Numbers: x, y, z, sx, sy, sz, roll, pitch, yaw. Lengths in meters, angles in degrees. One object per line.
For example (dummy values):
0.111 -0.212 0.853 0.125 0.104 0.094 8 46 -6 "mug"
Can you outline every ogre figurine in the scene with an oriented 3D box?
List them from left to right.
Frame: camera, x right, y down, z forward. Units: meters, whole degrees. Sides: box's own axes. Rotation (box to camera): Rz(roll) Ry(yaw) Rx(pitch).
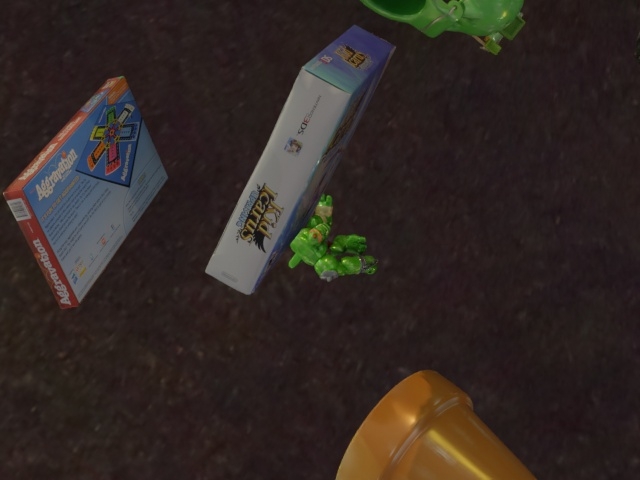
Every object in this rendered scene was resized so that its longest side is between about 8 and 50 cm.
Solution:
0.000 0.000 1.956 0.097 0.118 0.197 -27 97 42 "ogre figurine"

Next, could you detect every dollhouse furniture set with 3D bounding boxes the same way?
0.252 -0.318 1.659 0.059 0.151 0.076 38 99 -5 "dollhouse furniture set"

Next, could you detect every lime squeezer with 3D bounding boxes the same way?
0.070 -0.184 0.720 0.311 0.059 0.109 -6 97 -27 "lime squeezer"

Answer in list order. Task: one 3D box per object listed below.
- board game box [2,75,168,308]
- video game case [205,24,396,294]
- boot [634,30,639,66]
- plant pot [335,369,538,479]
-0.253 -0.062 1.274 0.027 0.281 0.145 -9 118 20 "board game box"
-0.015 -0.096 1.246 0.061 0.269 0.244 27 114 3 "video game case"
0.548 -0.327 1.560 0.118 0.338 0.222 0 86 48 "boot"
0.153 0.290 1.366 0.188 0.205 0.205 33 123 30 "plant pot"
